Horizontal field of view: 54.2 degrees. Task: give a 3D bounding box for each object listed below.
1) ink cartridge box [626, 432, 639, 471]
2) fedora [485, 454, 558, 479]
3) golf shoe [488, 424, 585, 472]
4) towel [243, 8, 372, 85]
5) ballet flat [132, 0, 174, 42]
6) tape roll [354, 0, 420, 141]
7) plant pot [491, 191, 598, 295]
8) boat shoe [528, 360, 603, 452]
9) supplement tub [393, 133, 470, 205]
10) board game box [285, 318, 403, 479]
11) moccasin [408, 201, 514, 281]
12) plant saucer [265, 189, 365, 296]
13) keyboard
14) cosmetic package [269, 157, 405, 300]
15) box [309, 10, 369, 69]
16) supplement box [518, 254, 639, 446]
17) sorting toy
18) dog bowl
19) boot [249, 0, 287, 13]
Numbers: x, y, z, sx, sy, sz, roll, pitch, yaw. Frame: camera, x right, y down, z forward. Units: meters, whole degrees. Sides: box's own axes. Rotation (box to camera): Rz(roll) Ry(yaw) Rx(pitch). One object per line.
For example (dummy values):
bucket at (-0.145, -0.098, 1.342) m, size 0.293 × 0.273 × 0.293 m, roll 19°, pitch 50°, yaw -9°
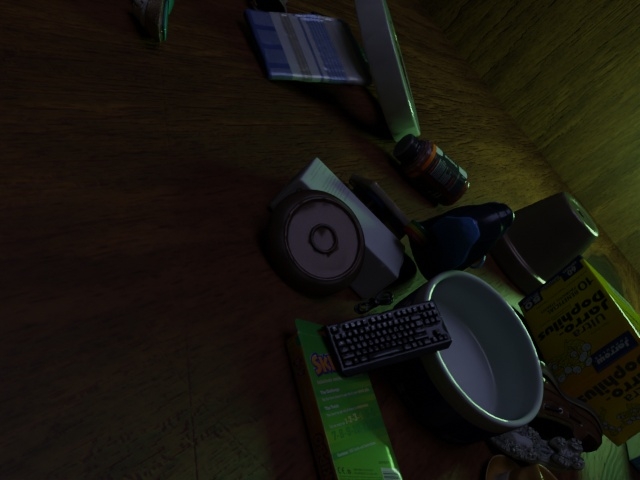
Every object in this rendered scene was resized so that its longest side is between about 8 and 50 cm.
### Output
ink cartridge box at (0.810, 0.542, 1.482) m, size 0.180 × 0.060 × 0.104 m, roll 48°, pitch 28°, yaw -2°
fedora at (0.336, 0.414, 0.961) m, size 0.194 × 0.079 × 0.194 m, roll 34°, pitch 31°, yaw -25°
golf shoe at (0.357, 0.362, 1.074) m, size 0.176 × 0.086 × 0.069 m, roll 20°, pitch 51°, yaw 1°
towel at (-0.026, -0.439, 1.434) m, size 0.284 × 0.034 × 0.209 m, roll -6°, pitch 64°, yaw -32°
ballet flat at (-0.298, -0.413, 1.107) m, size 0.067 × 0.073 × 0.206 m, roll 8°, pitch 39°, yaw -13°
tape roll at (0.174, -0.448, 1.598) m, size 0.392 × 0.071 × 0.393 m, roll -14°, pitch 90°, yaw -76°
plant pot at (0.610, -0.005, 1.689) m, size 0.263 × 0.229 × 0.263 m, roll 34°, pitch 33°, yaw -26°
boat shoe at (0.429, 0.339, 1.158) m, size 0.307 × 0.110 × 0.105 m, roll 39°, pitch 43°, yaw -29°
supplement tub at (0.273, -0.180, 1.558) m, size 0.197 × 0.106 × 0.106 m, roll 36°, pitch 31°, yaw -23°
board game box at (0.031, 0.225, 0.810) m, size 0.124 × 0.039 × 0.260 m, roll 21°, pitch 41°, yaw -41°
moccasin at (0.253, 0.008, 1.131) m, size 0.342 × 0.116 × 0.138 m, roll 157°, pitch -90°, yaw -81°
plant saucer at (0.000, 0.000, 0.951) m, size 0.168 × 0.029 × 0.169 m, roll 6°, pitch 76°, yaw -24°
keyboard at (0.092, 0.120, 0.882) m, size 0.180 × 0.023 × 0.108 m, roll -10°, pitch 59°, yaw -25°
cosmetic package at (0.034, -0.021, 1.061) m, size 0.231 × 0.085 × 0.117 m, roll 46°, pitch 28°, yaw -9°
box at (0.033, -0.492, 1.614) m, size 0.158 × 0.093 × 0.156 m, roll 54°, pitch 29°, yaw 11°
supplement box at (0.611, 0.228, 1.379) m, size 0.195 × 0.194 × 0.357 m, roll 39°, pitch 21°, yaw -17°
sorting toy at (0.103, -0.057, 1.173) m, size 0.132 × 0.046 × 0.274 m, roll 47°, pitch -2°, yaw -18°
dog bowl at (0.233, 0.187, 1.015) m, size 0.264 × 0.104 × 0.265 m, roll 24°, pitch 47°, yaw -28°
boot at (-0.162, -0.643, 1.544) m, size 0.213 × 0.077 × 0.165 m, roll 36°, pitch 33°, yaw -29°
